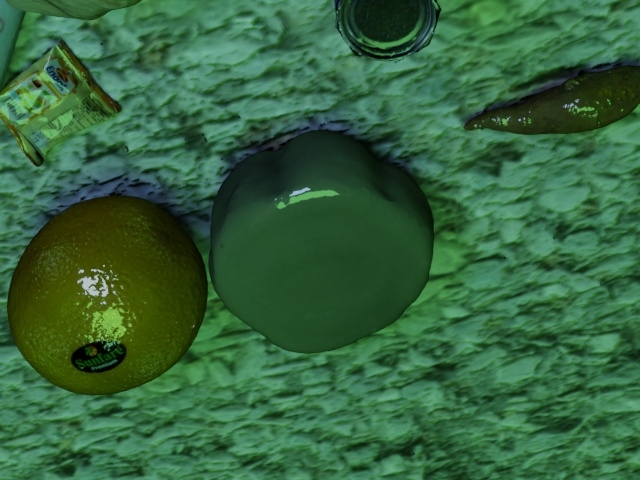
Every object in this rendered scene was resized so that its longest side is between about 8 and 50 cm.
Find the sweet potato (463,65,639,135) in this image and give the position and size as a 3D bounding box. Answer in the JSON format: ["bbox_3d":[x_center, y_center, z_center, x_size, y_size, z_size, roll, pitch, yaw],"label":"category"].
[{"bbox_3d":[0.269,-0.145,1.503,0.226,0.068,0.068,-15,125,10],"label":"sweet potato"}]

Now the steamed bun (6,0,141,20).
[{"bbox_3d":[-0.183,-0.344,1.221,0.203,0.289,0.276,24,169,22],"label":"steamed bun"}]

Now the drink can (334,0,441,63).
[{"bbox_3d":[0.057,-0.267,1.299,0.097,0.235,0.097,-1,126,-1],"label":"drink can"}]

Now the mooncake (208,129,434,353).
[{"bbox_3d":[0.000,0.000,1.562,0.275,0.135,0.275,-2,130,-2],"label":"mooncake"}]

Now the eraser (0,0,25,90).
[{"bbox_3d":[-0.383,-0.268,1.385,0.174,0.081,0.227,20,124,-11],"label":"eraser"}]

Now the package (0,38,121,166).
[{"bbox_3d":[-0.299,-0.150,1.504,0.121,0.031,0.108,-30,122,13],"label":"package"}]

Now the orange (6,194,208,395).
[{"bbox_3d":[-0.241,0.063,1.551,0.236,0.236,0.236,-1,126,-1],"label":"orange"}]
